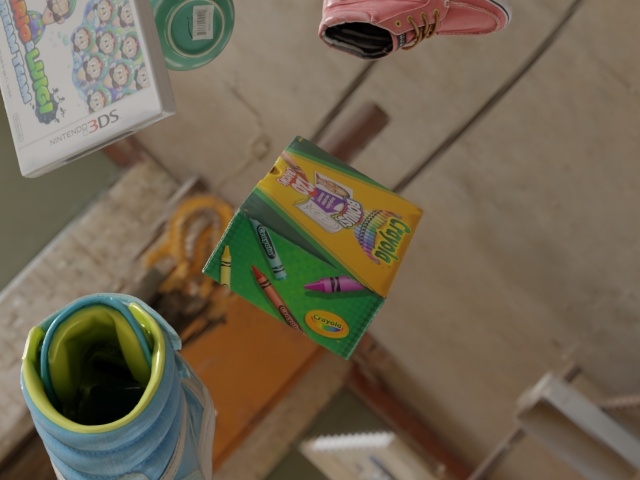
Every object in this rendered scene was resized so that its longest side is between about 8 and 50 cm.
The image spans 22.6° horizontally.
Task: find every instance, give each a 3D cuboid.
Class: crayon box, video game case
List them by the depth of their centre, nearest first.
[{"bbox_3d":[-0.171,-0.138,1.096,0.143,0.019,0.157,-20,81,36],"label":"video game case"},{"bbox_3d":[0.000,0.000,1.635,0.165,0.081,0.278,31,-158,0],"label":"crayon box"}]

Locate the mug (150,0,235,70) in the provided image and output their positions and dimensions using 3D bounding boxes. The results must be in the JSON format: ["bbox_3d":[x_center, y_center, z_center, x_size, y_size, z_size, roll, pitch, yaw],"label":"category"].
[{"bbox_3d":[-0.176,-0.275,1.903,0.157,0.129,0.097,40,180,-39],"label":"mug"}]

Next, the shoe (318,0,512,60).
[{"bbox_3d":[0.087,-0.203,1.490,0.178,0.081,0.063,10,142,3],"label":"shoe"}]

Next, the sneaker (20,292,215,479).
[{"bbox_3d":[-0.150,0.095,1.186,0.319,0.127,0.208,-119,14,-58],"label":"sneaker"}]
